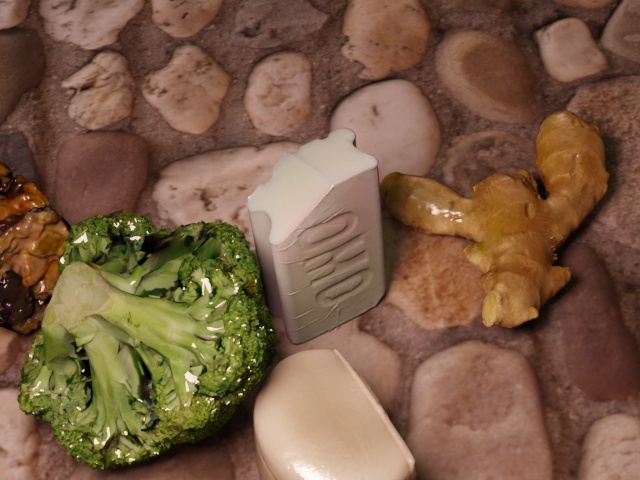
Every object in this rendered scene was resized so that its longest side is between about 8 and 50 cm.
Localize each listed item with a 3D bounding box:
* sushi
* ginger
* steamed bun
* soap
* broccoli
[{"bbox_3d":[-0.461,0.003,1.765,0.204,0.200,0.213,27,51,34],"label":"sushi"},{"bbox_3d":[0.314,-0.025,1.783,0.363,0.122,0.348,-15,52,-15],"label":"ginger"},{"bbox_3d":[0.003,0.270,1.527,0.164,0.146,0.241,-21,51,-18],"label":"steamed bun"},{"bbox_3d":[0.000,0.000,1.663,0.173,0.289,0.095,-26,50,-17],"label":"soap"},{"bbox_3d":[-0.235,0.129,1.578,0.310,0.321,0.413,-7,37,-39],"label":"broccoli"}]
